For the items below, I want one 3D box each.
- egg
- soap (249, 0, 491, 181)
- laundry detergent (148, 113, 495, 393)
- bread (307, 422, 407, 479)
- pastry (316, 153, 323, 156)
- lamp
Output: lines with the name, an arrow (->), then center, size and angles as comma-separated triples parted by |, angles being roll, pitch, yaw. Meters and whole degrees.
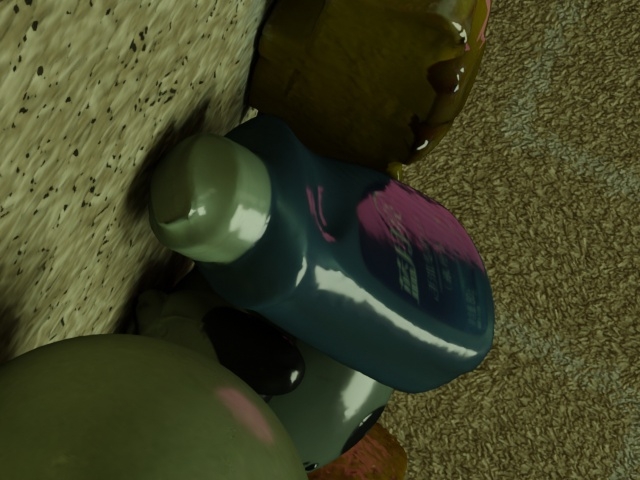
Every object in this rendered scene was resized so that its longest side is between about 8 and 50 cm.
egg -> -0.094, 0.136, 0.710 | 0.187, 0.186, 0.253 | -63, 172, -9
soap -> 0.076, -0.203, 1.081 | 0.281, 0.143, 0.259 | -61, 180, -25
laundry detergent -> 0.000, 0.000, 0.983 | 0.290, 0.094, 0.143 | 27, 45, -51
bread -> -0.079, 0.297, 1.621 | 0.398, 0.215, 0.398 | -55, 178, -3
pastry -> 0.036, -0.130, 1.289 | 0.189, 0.103, 0.189 | -62, 178, -4
lamp -> -0.047, 0.088, 1.137 | 0.198, 0.197, 0.244 | -64, 162, 11
